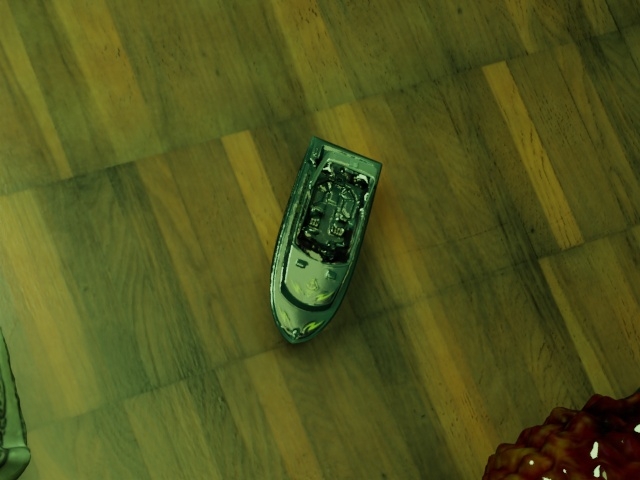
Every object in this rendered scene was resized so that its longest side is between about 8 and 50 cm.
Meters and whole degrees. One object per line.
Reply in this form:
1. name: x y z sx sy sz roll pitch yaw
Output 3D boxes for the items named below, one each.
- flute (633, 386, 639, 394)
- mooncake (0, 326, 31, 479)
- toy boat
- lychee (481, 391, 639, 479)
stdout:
1. flute: 0.455 0.258 1.754 0.233 0.027 0.027 43 64 -1
2. mooncake: -0.411 0.159 1.423 0.250 0.136 0.254 -18 78 -20
3. toy boat: 0.000 0.000 1.644 0.093 0.103 0.246 21 69 -12
4. lychee: 0.358 0.375 1.461 0.500 0.424 0.425 36 64 1
